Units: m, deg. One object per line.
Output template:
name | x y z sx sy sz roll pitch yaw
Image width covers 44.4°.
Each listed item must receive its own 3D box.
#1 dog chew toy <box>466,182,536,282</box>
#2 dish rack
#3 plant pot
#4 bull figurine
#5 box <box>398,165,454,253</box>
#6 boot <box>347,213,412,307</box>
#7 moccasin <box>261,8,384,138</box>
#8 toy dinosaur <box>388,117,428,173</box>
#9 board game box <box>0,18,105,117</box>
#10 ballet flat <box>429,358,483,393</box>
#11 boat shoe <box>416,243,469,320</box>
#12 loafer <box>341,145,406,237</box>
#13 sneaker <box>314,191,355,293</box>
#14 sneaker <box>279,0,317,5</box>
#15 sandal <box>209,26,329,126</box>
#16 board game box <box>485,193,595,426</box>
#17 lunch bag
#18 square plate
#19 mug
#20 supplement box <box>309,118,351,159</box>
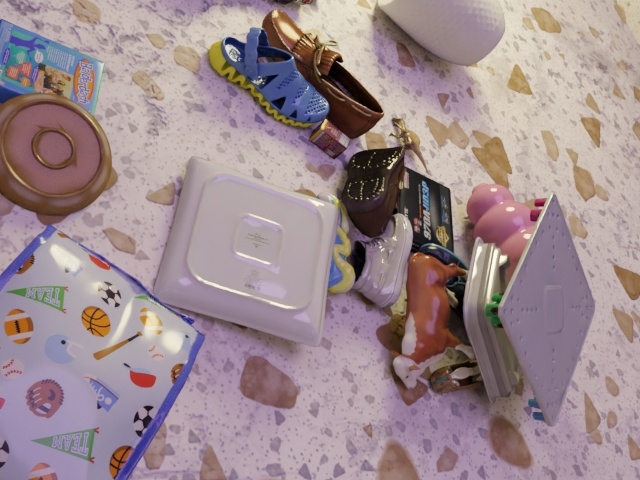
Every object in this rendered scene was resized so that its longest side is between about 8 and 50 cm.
dog chew toy | 0.498 -0.007 2.063 0.206 0.206 0.332 -6 60 -41
dish rack | 0.417 0.186 1.838 0.286 0.072 0.333 -68 145 -46
plant pot | -0.491 -0.164 1.432 0.236 0.032 0.236 10 72 -32
bull figurine | 0.254 0.183 1.769 0.188 0.101 0.311 15 72 -30
box | 0.257 -0.066 1.998 0.175 0.051 0.220 23 52 -27
boot | 0.134 0.021 1.813 0.123 0.095 0.258 33 48 -27
moccasin | 0.007 -0.425 1.947 0.380 0.147 0.139 50 45 -3
toy dinosaur | 0.241 -0.261 2.104 0.092 0.053 0.183 -20 78 -46
board game box | -0.533 -0.315 1.513 0.210 0.047 0.160 20 53 -28
ballet flat | 0.342 0.312 1.824 0.206 0.067 0.073 -9 71 -42
boat shoe | 0.332 0.115 1.909 0.258 0.109 0.089 42 42 -8
loafer | 0.127 -0.119 1.869 0.366 0.133 0.130 -59 142 -57
sneaker | 0.000 0.000 1.723 0.126 0.091 0.240 2 64 -37
sneaker | -0.072 -0.683 2.058 0.146 0.122 0.330 53 45 3
sandal | -0.103 -0.387 1.845 0.317 0.138 0.126 31 47 -23
board game box | 0.519 0.158 1.815 0.390 0.050 0.390 -55 129 -36
lunch bag | -0.391 0.204 1.183 0.327 0.239 0.385 37 54 -13
square plate | -0.130 0.010 1.585 0.347 0.049 0.344 18 56 -15
mug | 0.373 -0.708 2.362 0.328 0.276 0.374 38 16 -22
supplement box | 0.023 -0.247 1.918 0.083 0.055 0.043 38 46 -16
